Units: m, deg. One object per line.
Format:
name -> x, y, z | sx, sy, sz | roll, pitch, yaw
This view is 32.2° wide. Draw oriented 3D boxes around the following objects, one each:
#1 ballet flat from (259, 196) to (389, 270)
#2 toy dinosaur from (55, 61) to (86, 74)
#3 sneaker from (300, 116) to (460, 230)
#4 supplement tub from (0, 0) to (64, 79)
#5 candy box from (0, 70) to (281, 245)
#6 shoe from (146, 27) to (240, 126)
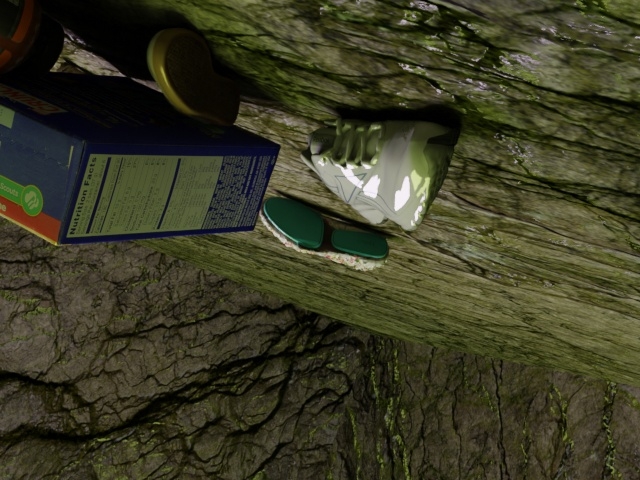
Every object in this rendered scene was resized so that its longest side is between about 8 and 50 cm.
ballet flat -> 0.000, 0.000, 1.866 | 0.241, 0.091, 0.077 | 22, 148, -12
toy dinosaur -> -0.295, -0.193, 1.496 | 0.092, 0.053, 0.183 | 33, 168, 16
sneaker -> 0.054, -0.081, 1.193 | 0.129, 0.111, 0.297 | 27, 169, -12
supplement tub -> -0.356, -0.233, 1.115 | 0.106, 0.106, 0.198 | 11, 168, 43
candy box -> -0.249, -0.099, 1.224 | 0.268, 0.122, 0.317 | 26, -164, 31
shoe -> -0.143, -0.166, 1.163 | 0.058, 0.076, 0.219 | 12, 172, 14
